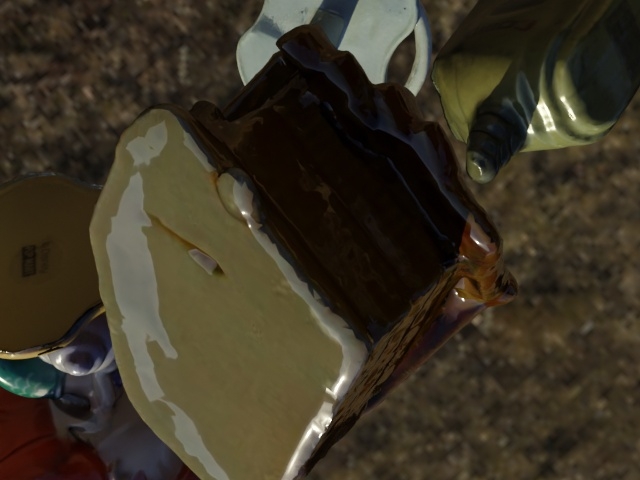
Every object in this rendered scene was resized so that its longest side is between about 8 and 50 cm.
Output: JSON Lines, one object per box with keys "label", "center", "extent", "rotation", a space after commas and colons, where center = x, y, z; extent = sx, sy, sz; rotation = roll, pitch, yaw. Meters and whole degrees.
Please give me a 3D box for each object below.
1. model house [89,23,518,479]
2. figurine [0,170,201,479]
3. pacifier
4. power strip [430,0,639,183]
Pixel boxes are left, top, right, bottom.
{"label": "model house", "center": [-0.001, 0.001, 0.990], "extent": [0.229, 0.199, 0.219], "rotation": [-37, 174, -47]}
{"label": "figurine", "center": [-0.177, 0.101, 1.195], "extent": [0.208, 0.181, 0.257], "rotation": [-39, 138, -27]}
{"label": "pacifier", "center": [0.007, -0.225, 2.041], "extent": [0.207, 0.227, 0.279], "rotation": [-51, 164, -57]}
{"label": "power strip", "center": [0.156, -0.159, 0.885], "extent": [0.066, 0.092, 0.387], "rotation": [57, 48, -27]}
